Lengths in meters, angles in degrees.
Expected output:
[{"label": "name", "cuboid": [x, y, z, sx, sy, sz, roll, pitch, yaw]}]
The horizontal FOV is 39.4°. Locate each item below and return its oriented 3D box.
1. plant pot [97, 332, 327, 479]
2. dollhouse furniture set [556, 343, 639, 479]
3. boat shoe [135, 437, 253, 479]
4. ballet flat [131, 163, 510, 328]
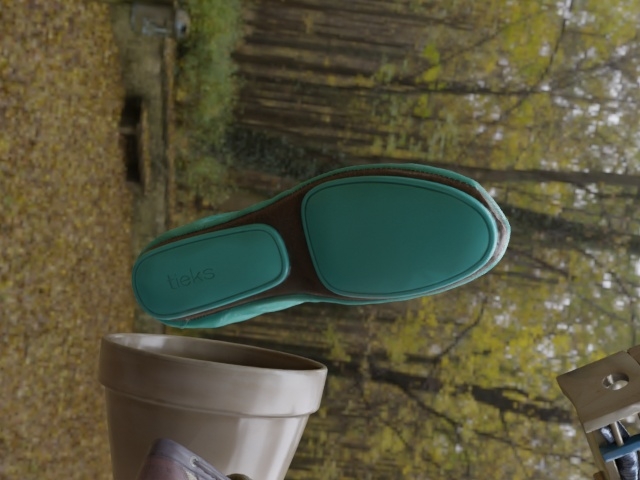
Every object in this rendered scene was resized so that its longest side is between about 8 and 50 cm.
[{"label": "plant pot", "cuboid": [-0.168, 0.292, 1.270, 0.323, 0.323, 0.280, 175, -77, -85]}, {"label": "dollhouse furniture set", "cuboid": [0.288, 0.180, 0.685, 0.184, 0.129, 0.129, -102, 167, -64]}, {"label": "boat shoe", "cuboid": [-0.096, 0.298, 0.971, 0.285, 0.102, 0.092, 43, 49, -42]}, {"label": "ballet flat", "cuboid": [0.000, 0.000, 0.561, 0.087, 0.247, 0.083, -28, 105, -66]}]
